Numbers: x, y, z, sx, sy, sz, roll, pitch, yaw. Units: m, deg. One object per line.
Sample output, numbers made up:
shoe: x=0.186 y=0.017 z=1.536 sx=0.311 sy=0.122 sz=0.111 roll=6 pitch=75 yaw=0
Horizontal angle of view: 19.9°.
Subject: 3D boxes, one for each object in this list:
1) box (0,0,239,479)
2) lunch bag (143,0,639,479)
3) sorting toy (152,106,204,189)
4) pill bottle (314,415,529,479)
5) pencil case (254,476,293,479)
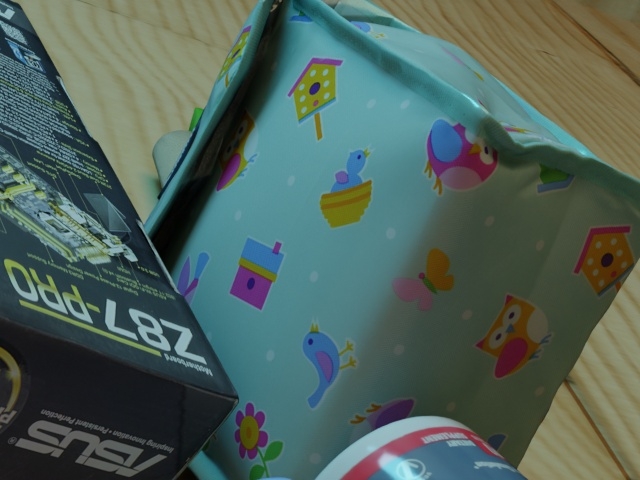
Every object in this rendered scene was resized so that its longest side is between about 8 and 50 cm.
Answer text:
box: x=-0.247 y=-0.058 z=0.736 sx=0.395 sy=0.097 sz=0.318 roll=24 pitch=21 yaw=-44
lunch bag: x=0.000 y=0.000 z=0.872 sx=0.160 sy=0.223 sz=0.262 roll=18 pitch=16 yaw=-40
sorting toy: x=-0.008 y=-0.004 z=1.177 sx=0.196 sy=0.047 sz=0.348 roll=13 pitch=19 yaw=-16
pill bottle: x=0.074 y=0.157 z=0.697 sx=0.108 sy=0.108 sz=0.180 roll=6 pitch=24 yaw=-41
pencil case: x=-0.083 y=0.131 z=0.598 sx=0.104 sy=0.104 sz=0.236 roll=36 pitch=21 yaw=36
